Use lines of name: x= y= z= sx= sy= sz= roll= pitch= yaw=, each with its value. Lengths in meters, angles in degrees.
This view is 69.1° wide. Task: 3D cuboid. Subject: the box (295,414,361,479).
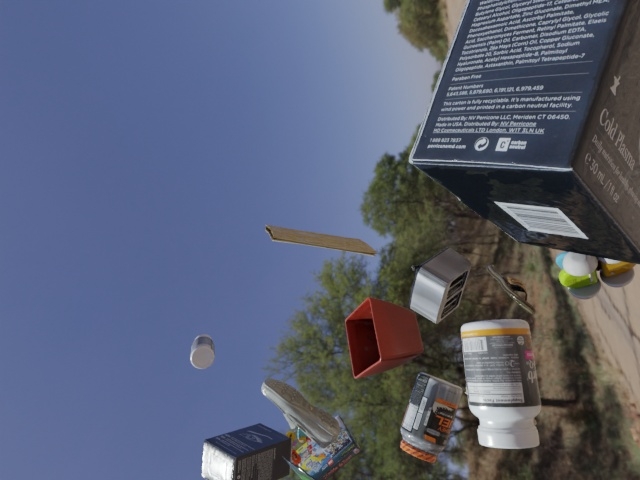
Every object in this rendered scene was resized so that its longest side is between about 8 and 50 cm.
box: x=0.023 y=0.809 z=1.779 sx=0.044 sy=0.233 sz=0.159 roll=54 pitch=175 yaw=-37

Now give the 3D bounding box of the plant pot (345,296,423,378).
plant pot: x=0.278 y=0.413 z=1.971 sx=0.267 sy=0.235 sz=0.268 roll=123 pitch=145 yaw=-53

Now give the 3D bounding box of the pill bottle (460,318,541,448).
pill bottle: x=0.429 y=0.334 z=1.104 sx=0.162 sy=0.162 sz=0.279 roll=30 pitch=-125 yaw=-64

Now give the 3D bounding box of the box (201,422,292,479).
box: x=-0.203 y=0.609 z=1.305 sx=0.207 sy=0.153 sz=0.108 roll=5 pitch=-92 yaw=-45

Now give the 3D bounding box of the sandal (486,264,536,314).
sandal: x=0.625 y=0.147 z=1.506 sx=0.090 sy=0.060 sz=0.219 roll=37 pitch=-163 yaw=-36

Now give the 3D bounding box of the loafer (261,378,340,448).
loafer: x=-0.083 y=0.607 z=1.627 sx=0.319 sy=0.112 sz=0.112 roll=36 pitch=-169 yaw=7

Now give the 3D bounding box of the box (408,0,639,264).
box: x=0.478 y=-0.259 z=0.869 sx=0.479 sy=0.297 sz=0.473 roll=23 pitch=-96 yaw=-40

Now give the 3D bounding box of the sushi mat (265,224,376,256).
sushi mat: x=0.000 y=0.000 z=1.375 sx=0.151 sy=0.316 sz=0.019 roll=-134 pitch=54 yaw=-70

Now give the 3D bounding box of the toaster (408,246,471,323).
toaster: x=0.348 y=0.132 z=1.369 sx=0.185 sy=0.110 sz=0.168 roll=-26 pitch=-46 yaw=-37

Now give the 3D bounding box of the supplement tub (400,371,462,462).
supplement tub: x=0.449 y=0.724 z=1.916 sx=0.193 sy=0.193 sz=0.316 roll=38 pitch=-109 yaw=-60

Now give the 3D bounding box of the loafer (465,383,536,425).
loafer: x=0.540 y=0.520 z=1.409 sx=0.268 sy=0.092 sz=0.102 roll=34 pitch=170 yaw=-12

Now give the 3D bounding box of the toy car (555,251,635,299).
toy car: x=0.681 y=0.048 z=1.167 sx=0.159 sy=0.181 sz=0.136 roll=51 pitch=-159 yaw=-39

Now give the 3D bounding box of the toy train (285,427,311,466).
toy train: x=-0.076 y=0.734 z=1.656 sx=0.125 sy=0.046 sz=0.166 roll=40 pitch=-147 yaw=28

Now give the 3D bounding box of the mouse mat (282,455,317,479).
mouse mat: x=0.015 y=0.490 z=0.890 sx=0.007 sy=0.189 sz=0.153 roll=-47 pitch=-53 yaw=-27

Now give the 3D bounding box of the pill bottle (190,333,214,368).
pill bottle: x=-0.397 y=0.371 z=1.572 sx=0.137 sy=0.078 sz=0.078 roll=-143 pitch=33 yaw=-74
